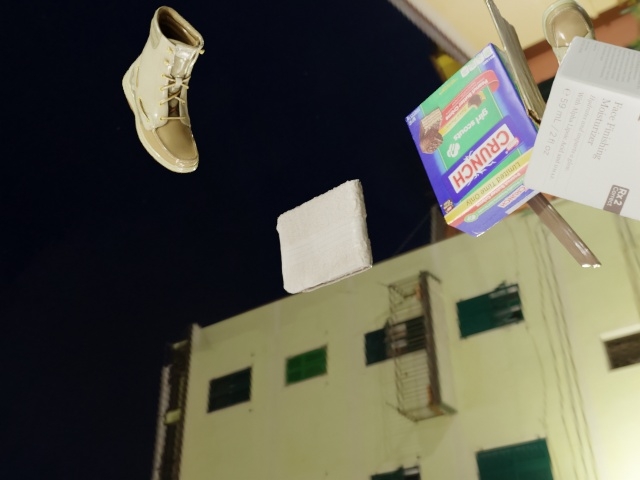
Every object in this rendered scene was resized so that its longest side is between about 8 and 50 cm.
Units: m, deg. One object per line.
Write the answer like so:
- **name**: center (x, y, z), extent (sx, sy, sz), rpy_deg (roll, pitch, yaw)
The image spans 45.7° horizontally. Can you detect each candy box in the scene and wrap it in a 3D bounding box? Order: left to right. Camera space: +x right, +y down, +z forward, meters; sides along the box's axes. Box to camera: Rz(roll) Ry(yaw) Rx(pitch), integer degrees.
- **candy box**: center (0.351, -0.214, 1.640), extent (0.122, 0.268, 0.317), rpy_deg (16, -135, -40)

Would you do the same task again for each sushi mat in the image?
- **sushi mat**: center (0.361, -0.314, 1.374), extent (0.151, 0.019, 0.316), rpy_deg (30, -140, -46)

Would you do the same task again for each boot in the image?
- **boot**: center (-0.272, -0.279, 1.416), extent (0.095, 0.203, 0.261), rpy_deg (-7, -119, -39)
- **boot**: center (0.442, -0.282, 1.255), extent (0.213, 0.077, 0.165), rpy_deg (46, -152, -44)

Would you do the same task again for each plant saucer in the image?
- **plant saucer**: center (0.539, -0.040, 1.747), extent (0.278, 0.041, 0.278), rpy_deg (45, -166, -15)

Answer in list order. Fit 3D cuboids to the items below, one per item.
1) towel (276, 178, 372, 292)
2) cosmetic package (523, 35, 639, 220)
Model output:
- **towel**: center (0.000, 0.000, 1.583), extent (0.049, 0.282, 0.187), rpy_deg (4, -109, -37)
- **cosmetic package**: center (0.363, -0.133, 0.912), extent (0.151, 0.184, 0.151), rpy_deg (-51, -26, -50)
